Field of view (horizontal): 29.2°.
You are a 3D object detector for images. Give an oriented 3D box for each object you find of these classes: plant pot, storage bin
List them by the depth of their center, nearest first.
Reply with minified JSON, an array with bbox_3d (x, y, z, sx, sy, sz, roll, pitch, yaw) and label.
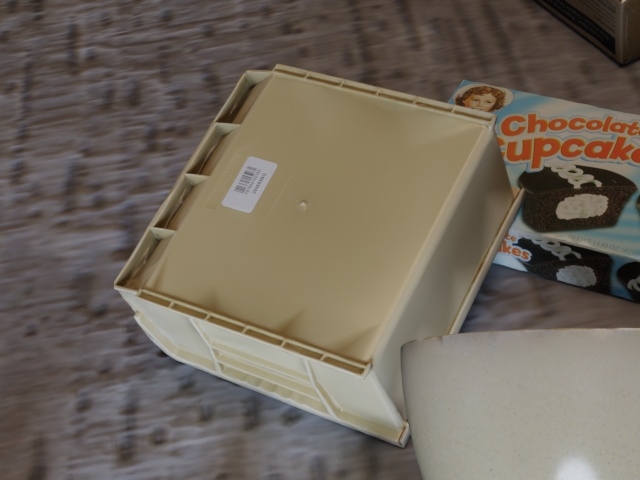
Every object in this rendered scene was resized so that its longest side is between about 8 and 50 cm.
[{"bbox_3d":[0.193,0.168,0.821,0.284,0.284,0.190,0,79,12],"label":"plant pot"},{"bbox_3d":[0.000,0.000,1.066,0.260,0.123,0.262,17,65,27],"label":"storage bin"}]

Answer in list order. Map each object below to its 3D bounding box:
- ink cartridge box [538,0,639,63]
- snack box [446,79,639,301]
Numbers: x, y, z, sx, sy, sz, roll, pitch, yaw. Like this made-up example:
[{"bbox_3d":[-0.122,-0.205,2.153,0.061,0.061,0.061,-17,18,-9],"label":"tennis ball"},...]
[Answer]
[{"bbox_3d":[0.376,-0.315,1.386,0.235,0.088,0.193,-24,43,-13],"label":"ink cartridge box"},{"bbox_3d":[0.244,-0.047,1.152,0.322,0.060,0.187,15,50,26],"label":"snack box"}]
